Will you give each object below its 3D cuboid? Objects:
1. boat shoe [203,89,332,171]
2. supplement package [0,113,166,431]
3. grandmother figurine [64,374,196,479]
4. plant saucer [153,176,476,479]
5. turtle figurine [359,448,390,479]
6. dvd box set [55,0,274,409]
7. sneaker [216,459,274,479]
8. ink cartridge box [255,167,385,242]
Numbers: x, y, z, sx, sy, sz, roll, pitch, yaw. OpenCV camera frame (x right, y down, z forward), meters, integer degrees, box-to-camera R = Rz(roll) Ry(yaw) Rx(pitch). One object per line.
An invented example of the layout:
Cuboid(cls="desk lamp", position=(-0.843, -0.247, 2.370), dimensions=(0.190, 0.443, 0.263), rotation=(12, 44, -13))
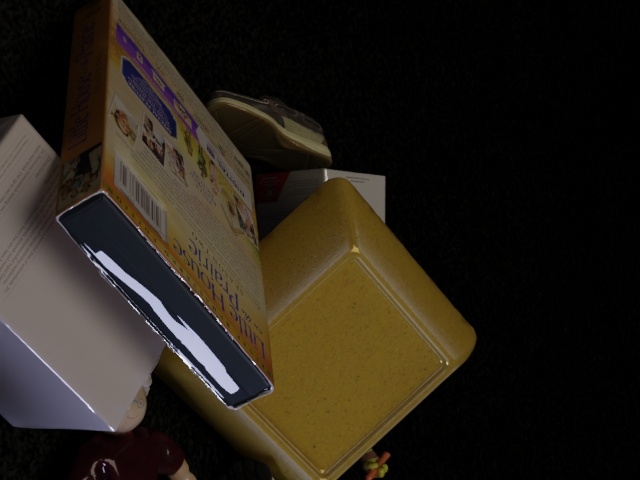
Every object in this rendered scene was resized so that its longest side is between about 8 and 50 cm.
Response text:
Cuboid(cls="boat shoe", position=(-0.072, -0.150, 1.755), dimensions=(0.224, 0.080, 0.073), rotation=(23, 48, -44))
Cuboid(cls="supplement package", position=(-0.311, 0.042, 1.387), dimensions=(0.293, 0.175, 0.177), rotation=(53, 49, -33))
Cuboid(cls="grandmother figurine", position=(-0.218, 0.290, 1.540), dimensions=(0.208, 0.104, 0.342), rotation=(-18, 104, -57))
Cuboid(cls="plant saucer", position=(0.009, 0.146, 1.674), dimensions=(0.333, 0.081, 0.332), rotation=(-43, 120, -2))
Cuboid(cls="turtle figurine", position=(0.041, 0.230, 1.839), dimensions=(0.269, 0.087, 0.217), rotation=(43, 76, -27))
Cuboid(cls="dvd box set", position=(-0.165, -0.056, 1.475), dimensions=(0.307, 0.062, 0.420), rotation=(52, 16, -34))
Cuboid(cls="sneaker", position=(-0.097, 0.430, 1.664), dimensions=(0.121, 0.111, 0.299), rotation=(44, 59, -43))
Cuboid(cls="ink cartridge box", position=(0.000, 0.000, 1.782), dimensions=(0.127, 0.128, 0.176), rotation=(5, 85, -49))
